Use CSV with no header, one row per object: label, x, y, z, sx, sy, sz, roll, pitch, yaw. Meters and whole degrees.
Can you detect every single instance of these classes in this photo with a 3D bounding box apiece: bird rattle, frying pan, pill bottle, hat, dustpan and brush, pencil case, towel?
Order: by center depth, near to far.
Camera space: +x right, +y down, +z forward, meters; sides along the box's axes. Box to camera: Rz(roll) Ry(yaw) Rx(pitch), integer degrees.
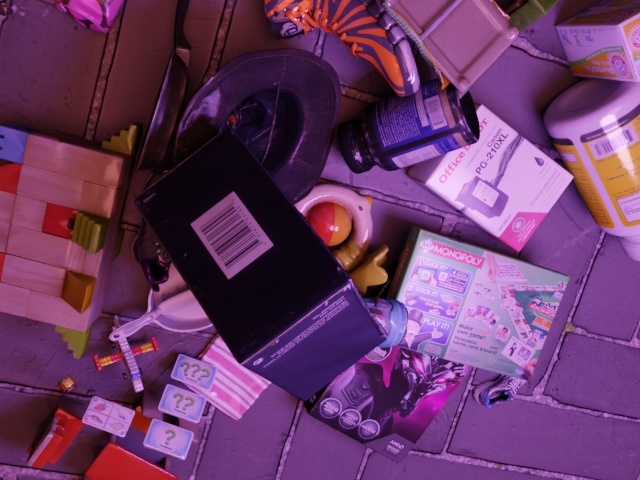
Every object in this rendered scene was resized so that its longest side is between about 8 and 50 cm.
pencil case,-0.328,-0.425,1.085,0.098,0.095,0.209,15,102,-52
frying pan,-0.240,-0.251,1.144,0.053,0.197,0.326,18,57,-16
hat,-0.125,-0.179,1.156,0.331,0.134,0.331,-29,137,-31
pill bottle,0.145,-0.188,1.204,0.219,0.122,0.122,-16,111,24
dustpan and brush,-0.272,0.117,1.261,0.211,0.060,0.147,-26,109,-7
bird rattle,0.000,0.000,1.287,0.254,0.143,0.206,8,92,-1
pill bottle,0.563,-0.131,1.315,0.188,0.188,0.334,-35,110,-1
towel,-0.148,0.231,1.343,0.144,0.029,0.197,40,94,-19

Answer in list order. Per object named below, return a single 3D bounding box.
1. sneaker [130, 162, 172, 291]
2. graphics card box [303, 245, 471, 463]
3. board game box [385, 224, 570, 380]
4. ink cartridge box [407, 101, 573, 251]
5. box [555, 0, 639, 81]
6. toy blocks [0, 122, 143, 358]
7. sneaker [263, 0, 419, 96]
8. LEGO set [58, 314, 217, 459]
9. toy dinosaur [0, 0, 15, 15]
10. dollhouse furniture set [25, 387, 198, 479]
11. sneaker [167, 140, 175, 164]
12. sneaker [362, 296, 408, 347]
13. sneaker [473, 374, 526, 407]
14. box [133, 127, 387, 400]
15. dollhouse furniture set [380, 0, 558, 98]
sneaker,-0.249,-0.018,1.169,0.083,0.098,0.223,-5,138,-29
graphics card box,0.159,0.219,1.375,0.233,0.094,0.370,34,97,-19
board game box,0.276,0.118,1.301,0.318,0.046,0.213,17,97,-17
ink cartridge box,0.307,-0.118,1.307,0.237,0.100,0.172,33,96,-19
box,0.516,-0.349,1.234,0.114,0.203,0.103,-29,109,-3
toy blocks,-0.460,-0.032,1.138,0.261,0.190,0.381,15,102,-5
sneaker,0.022,-0.343,1.155,0.180,0.124,0.321,-29,81,6
LEGO set,-0.313,0.247,1.235,0.244,0.182,0.060,23,144,-7
toy dinosaur,-0.541,-0.382,1.054,0.161,0.121,0.313,17,106,-4
dollhouse furniture set,-0.382,0.397,1.281,0.259,0.135,0.262,35,96,-19
sneaker,-0.224,-0.158,1.201,0.047,0.057,0.119,20,102,-19
sneaker,0.028,0.141,1.254,0.125,0.262,0.104,19,62,-32
sneaker,0.383,0.302,1.466,0.135,0.058,0.052,-31,110,-3
box,-0.075,0.050,1.041,0.183,0.296,0.294,-38,154,-1
dollhouse furniture set,0.223,-0.373,1.154,0.197,0.151,0.301,47,72,-9
